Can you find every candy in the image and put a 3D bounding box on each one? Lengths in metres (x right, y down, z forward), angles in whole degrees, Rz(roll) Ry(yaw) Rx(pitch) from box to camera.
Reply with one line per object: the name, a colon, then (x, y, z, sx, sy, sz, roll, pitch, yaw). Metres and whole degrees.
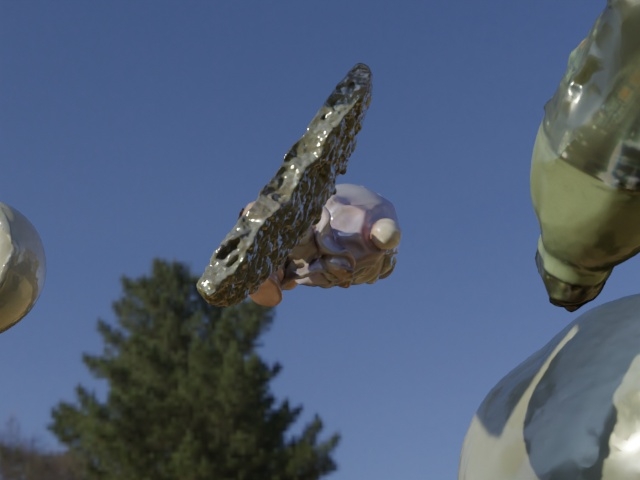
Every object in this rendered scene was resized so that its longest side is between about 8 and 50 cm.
candy: (0.299, 0.227, 1.218, 0.186, 0.386, 0.427, 19, -61, -38)

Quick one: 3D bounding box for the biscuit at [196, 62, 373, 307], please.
biscuit: (-0.023, -0.032, 1.100, 0.032, 0.250, 0.133, 30, -18, 15)

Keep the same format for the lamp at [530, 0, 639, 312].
lamp: (0.184, -0.064, 0.759, 0.101, 0.101, 0.250, 4, -52, -14)

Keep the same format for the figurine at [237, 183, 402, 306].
figurine: (0.000, 0.000, 1.527, 0.200, 0.133, 0.276, -24, -9, 34)

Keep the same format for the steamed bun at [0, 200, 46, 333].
steamed bun: (-0.438, 0.044, 1.548, 0.228, 0.177, 0.131, -13, -22, 20)
